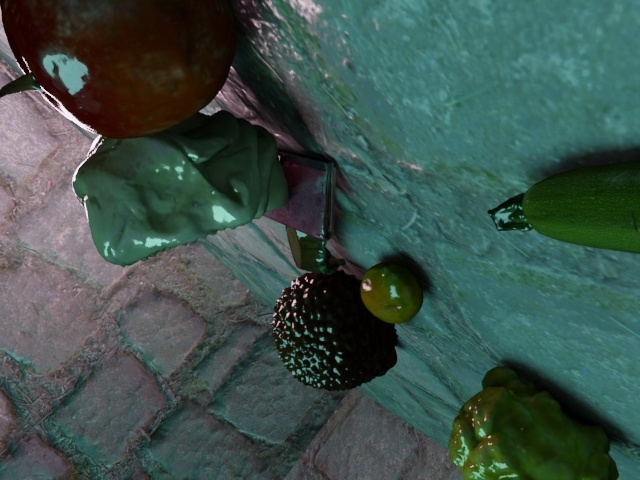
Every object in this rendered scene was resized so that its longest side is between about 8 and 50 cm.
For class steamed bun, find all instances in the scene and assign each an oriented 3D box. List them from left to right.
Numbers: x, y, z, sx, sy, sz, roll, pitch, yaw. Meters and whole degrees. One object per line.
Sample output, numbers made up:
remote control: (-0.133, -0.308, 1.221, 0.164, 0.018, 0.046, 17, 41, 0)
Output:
steamed bun: (-0.192, -0.101, 0.705, 0.268, 0.280, 0.207, -71, -36, -80)

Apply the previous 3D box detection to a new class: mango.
mango: (0.128, 0.090, 0.875, 0.115, 0.089, 0.165, 51, 161, -5)

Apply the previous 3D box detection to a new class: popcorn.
popcorn: (0.338, 0.365, 0.870, 0.250, 0.242, 0.235, 41, 168, 6)

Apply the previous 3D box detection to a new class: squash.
squash: (0.225, -0.023, 0.338, 0.066, 0.066, 0.252, 46, 165, -22)

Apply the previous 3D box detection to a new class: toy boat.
toy boat: (-0.010, 0.006, 0.941, 0.293, 0.099, 0.108, 73, 171, -64)

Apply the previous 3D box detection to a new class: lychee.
lychee: (0.027, 0.182, 1.086, 0.267, 0.267, 0.267, 37, 165, 12)

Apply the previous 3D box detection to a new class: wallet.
wallet: (-0.057, -0.083, 0.807, 0.232, 0.025, 0.119, 23, 118, 48)

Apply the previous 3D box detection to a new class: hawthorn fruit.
hawthorn fruit: (-0.229, -0.203, 0.519, 0.242, 0.272, 0.242, 36, 159, 17)

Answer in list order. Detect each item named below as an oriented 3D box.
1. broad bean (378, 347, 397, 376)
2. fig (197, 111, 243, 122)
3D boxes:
broad bean: (0.112, 0.271, 1.368, 0.228, 0.122, 0.156, 48, -170, -7)
fig: (-0.238, -0.225, 0.782, 0.245, 0.149, 0.149, 30, 166, -6)
